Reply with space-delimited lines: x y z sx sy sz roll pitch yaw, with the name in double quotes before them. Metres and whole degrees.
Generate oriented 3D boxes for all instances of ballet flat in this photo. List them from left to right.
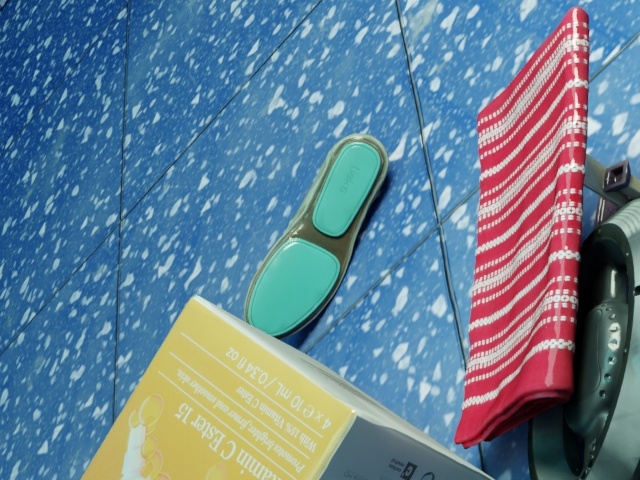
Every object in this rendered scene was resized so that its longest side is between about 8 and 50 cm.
"ballet flat" 0.000 0.000 1.575 0.213 0.072 0.068 -60 -1 -1

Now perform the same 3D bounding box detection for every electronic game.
"electronic game" 0.186 0.085 1.097 0.229 0.048 0.229 -167 90 -82

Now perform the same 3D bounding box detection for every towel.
"towel" 0.140 -0.001 1.191 0.199 0.031 0.274 127 150 -70

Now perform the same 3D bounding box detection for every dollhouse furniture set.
"dollhouse furniture set" 0.197 -0.016 1.207 0.091 0.081 0.114 -26 42 49

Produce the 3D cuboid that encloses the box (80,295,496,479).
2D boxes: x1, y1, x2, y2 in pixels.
"box" -0.071 0.250 1.207 0.215 0.168 0.345 29 88 49
